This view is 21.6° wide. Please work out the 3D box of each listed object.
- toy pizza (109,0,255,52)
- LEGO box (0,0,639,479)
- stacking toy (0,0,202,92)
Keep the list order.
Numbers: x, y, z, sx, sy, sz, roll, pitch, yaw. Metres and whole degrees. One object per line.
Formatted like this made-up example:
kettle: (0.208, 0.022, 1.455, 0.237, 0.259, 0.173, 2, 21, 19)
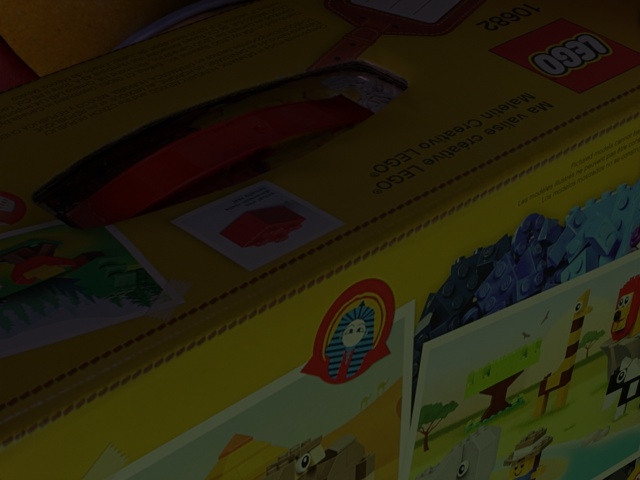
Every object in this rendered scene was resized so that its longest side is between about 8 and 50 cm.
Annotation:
toy pizza: (-0.070, -0.068, 0.981, 0.032, 0.201, 0.201, 57, 142, 24)
LEGO box: (-0.042, 0.110, 0.771, 0.193, 0.500, 0.372, 31, 133, 36)
stacking toy: (-0.176, -0.165, 0.987, 0.480, 0.350, 0.350, -22, 93, 19)
